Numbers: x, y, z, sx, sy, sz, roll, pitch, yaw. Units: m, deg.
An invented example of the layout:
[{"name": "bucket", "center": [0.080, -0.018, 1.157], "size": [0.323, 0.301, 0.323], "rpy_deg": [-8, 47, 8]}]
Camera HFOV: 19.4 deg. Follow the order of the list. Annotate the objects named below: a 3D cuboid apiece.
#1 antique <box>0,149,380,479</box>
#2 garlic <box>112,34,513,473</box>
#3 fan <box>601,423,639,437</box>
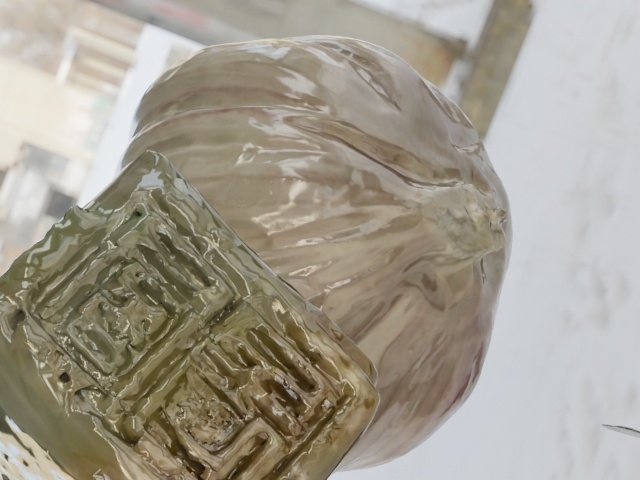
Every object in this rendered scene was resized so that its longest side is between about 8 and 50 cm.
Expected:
[{"name": "antique", "center": [-0.099, 0.090, 0.852], "size": [0.125, 0.150, 0.284], "rpy_deg": [-44, 0, -28]}, {"name": "garlic", "center": [0.000, 0.000, 1.237], "size": [0.259, 0.317, 0.317], "rpy_deg": [-6, 56, 40]}, {"name": "fan", "center": [0.284, 0.169, 1.613], "size": [0.083, 0.056, 0.004], "rpy_deg": [7, 79, 52]}]
